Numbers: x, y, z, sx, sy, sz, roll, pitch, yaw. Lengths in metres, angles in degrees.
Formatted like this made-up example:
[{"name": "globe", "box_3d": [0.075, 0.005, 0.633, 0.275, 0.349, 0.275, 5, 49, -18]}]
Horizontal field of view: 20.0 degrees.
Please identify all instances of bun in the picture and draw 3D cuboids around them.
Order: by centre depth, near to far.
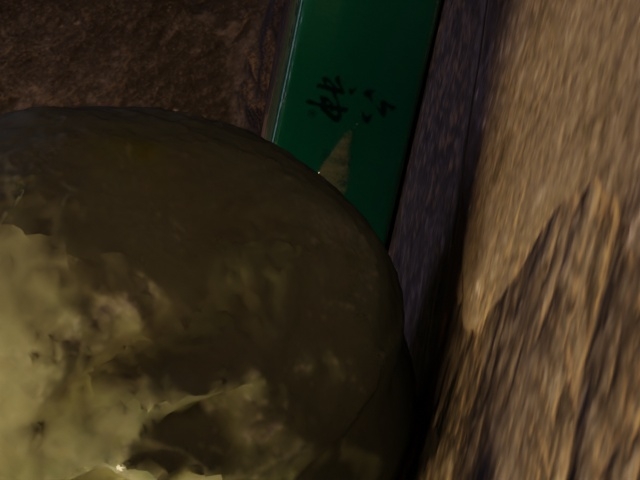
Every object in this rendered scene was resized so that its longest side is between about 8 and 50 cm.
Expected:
[{"name": "bun", "box_3d": [-0.114, 0.112, 0.882, 0.211, 0.362, 0.362, -126, 43, -53]}]

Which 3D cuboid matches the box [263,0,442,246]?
[{"name": "box", "box_3d": [0.009, -0.072, 1.225, 0.153, 0.092, 0.245, -94, 16, -76]}]
